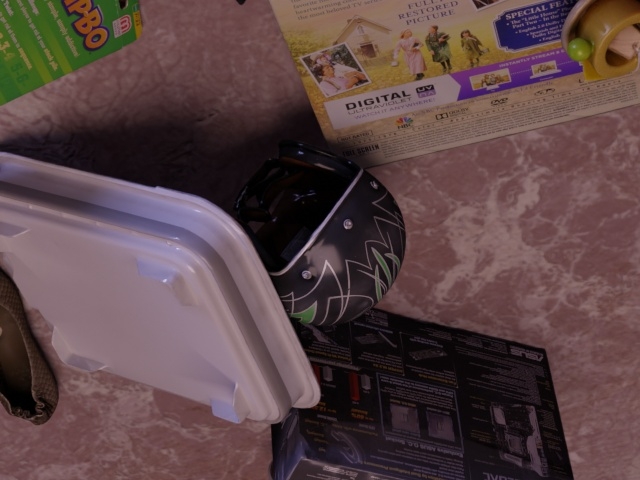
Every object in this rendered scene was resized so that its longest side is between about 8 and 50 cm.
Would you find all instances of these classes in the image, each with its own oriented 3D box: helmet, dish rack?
[{"bbox_3d":[0.000,0.000,1.641,0.161,0.169,0.169,28,137,26],"label":"helmet"},{"bbox_3d":[-0.177,0.058,1.687,0.333,0.072,0.285,14,143,36],"label":"dish rack"}]

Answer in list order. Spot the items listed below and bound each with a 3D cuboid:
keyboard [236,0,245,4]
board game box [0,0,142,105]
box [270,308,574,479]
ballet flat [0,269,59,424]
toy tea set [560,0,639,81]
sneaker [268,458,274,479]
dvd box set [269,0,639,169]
[{"bbox_3d":[-0.137,-0.297,1.395,0.033,0.201,0.317,-44,138,-1],"label":"keyboard"},{"bbox_3d":[-0.273,-0.181,1.539,0.259,0.039,0.124,-27,137,-24],"label":"board game box"},{"bbox_3d":[0.102,0.187,1.827,0.307,0.242,0.076,14,129,-17],"label":"box"},{"bbox_3d":[-0.339,0.108,1.846,0.084,0.058,0.250,-15,131,8],"label":"ballet flat"},{"bbox_3d":[0.374,-0.208,1.499,0.336,0.124,0.200,-11,138,-30],"label":"toy tea set"},{"bbox_3d":[0.088,0.281,1.996,0.290,0.106,0.123,-4,129,-2],"label":"sneaker"},{"bbox_3d":[0.110,-0.227,1.517,0.307,0.062,0.420,-14,145,8],"label":"dvd box set"}]
